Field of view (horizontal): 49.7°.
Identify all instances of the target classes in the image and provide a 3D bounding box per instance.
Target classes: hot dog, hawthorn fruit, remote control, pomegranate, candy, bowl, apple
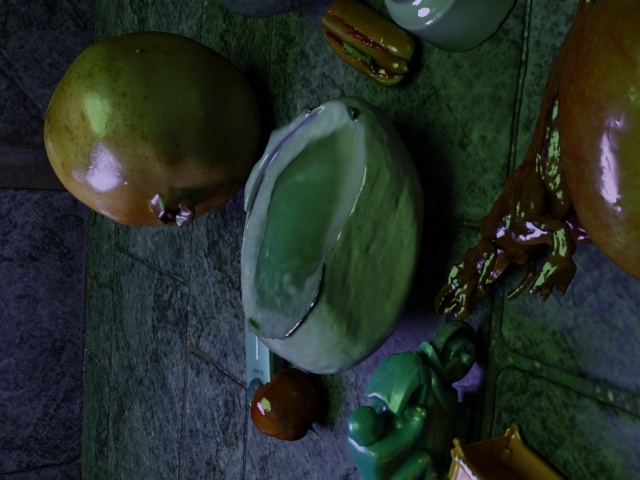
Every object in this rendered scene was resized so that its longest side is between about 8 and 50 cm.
[{"bbox_3d":[0.070,-0.299,1.040,0.235,0.062,0.092,47,125,45],"label":"hot dog"},{"bbox_3d":[-0.054,0.288,1.202,0.125,0.140,0.125,-53,18,25],"label":"hawthorn fruit"},{"bbox_3d":[-0.106,0.232,1.329,0.104,0.052,0.247,-2,89,59],"label":"remote control"},{"bbox_3d":[-0.321,-0.205,1.357,0.417,0.417,0.416,1,91,57],"label":"pomegranate"},{"bbox_3d":[0.000,0.000,1.037,0.427,0.186,0.385,-6,77,60],"label":"candy"},{"bbox_3d":[0.148,-0.353,0.875,0.211,0.112,0.211,-3,87,56],"label":"bowl"},{"bbox_3d":[0.302,-0.091,0.488,0.302,0.302,0.301,1,91,57],"label":"apple"}]

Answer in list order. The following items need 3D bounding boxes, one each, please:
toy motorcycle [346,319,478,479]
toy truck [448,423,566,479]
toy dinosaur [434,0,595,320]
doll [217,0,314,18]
[{"bbox_3d":[0.114,0.247,0.855,0.109,0.198,0.296,21,109,50],"label":"toy motorcycle"},{"bbox_3d":[0.250,0.320,0.725,0.270,0.114,0.135,40,128,53],"label":"toy truck"},{"bbox_3d":[0.253,-0.049,0.733,0.432,0.097,0.208,-66,30,27],"label":"toy dinosaur"},{"bbox_3d":[-0.047,-0.487,1.078,0.350,0.247,0.247,6,95,47],"label":"doll"}]
